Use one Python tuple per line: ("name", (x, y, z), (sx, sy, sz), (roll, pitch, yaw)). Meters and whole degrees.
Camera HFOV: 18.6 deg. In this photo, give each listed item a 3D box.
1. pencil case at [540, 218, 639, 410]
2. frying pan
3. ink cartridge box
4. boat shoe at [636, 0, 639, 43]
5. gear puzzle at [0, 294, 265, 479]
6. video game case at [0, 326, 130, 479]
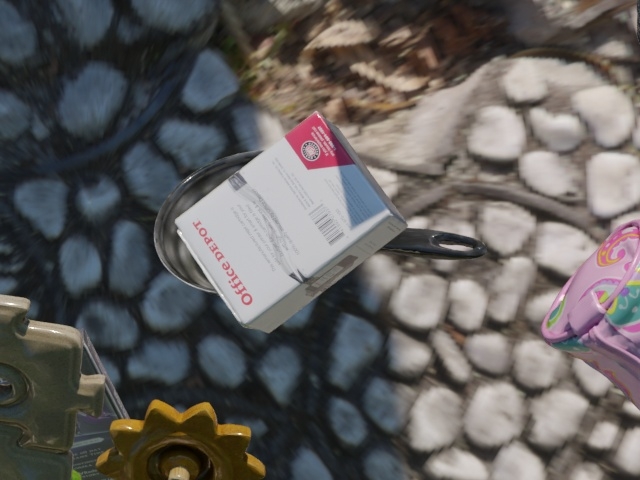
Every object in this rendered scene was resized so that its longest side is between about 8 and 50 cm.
("pencil case", (0.300, 0.109, 1.434), (0.284, 0.124, 0.124), (39, 87, -11))
("frying pan", (-0.003, -0.021, 1.941), (0.326, 0.197, 0.053), (-7, 136, 5))
("ink cartridge box", (-0.024, -0.012, 1.575), (0.150, 0.063, 0.109), (-37, 73, 8))
("boat shoe", (0.296, -0.113, 1.163), (0.219, 0.070, 0.078), (18, 71, 12))
("gear puzzle", (-0.194, 0.084, 1.008), (0.339, 0.044, 0.175), (9, 125, -1))
("video game case", (-0.269, 0.185, 1.774), (0.196, 0.274, 0.026), (-13, 50, 4))
